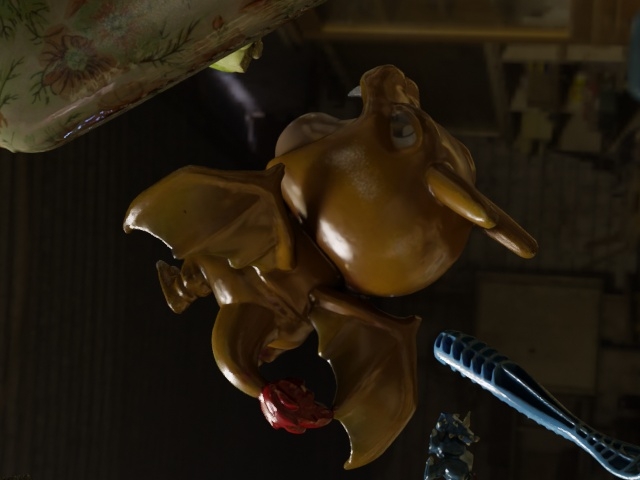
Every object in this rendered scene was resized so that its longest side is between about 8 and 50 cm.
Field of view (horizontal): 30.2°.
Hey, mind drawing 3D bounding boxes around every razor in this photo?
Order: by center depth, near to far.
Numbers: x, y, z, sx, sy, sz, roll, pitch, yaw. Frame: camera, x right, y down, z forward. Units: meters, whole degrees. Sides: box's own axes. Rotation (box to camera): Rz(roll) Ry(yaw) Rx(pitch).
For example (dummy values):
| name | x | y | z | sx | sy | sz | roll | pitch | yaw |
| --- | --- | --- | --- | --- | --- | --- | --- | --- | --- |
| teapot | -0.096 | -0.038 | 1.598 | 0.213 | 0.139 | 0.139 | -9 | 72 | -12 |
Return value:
| name | x | y | z | sx | sy | sz | roll | pitch | yaw |
| --- | --- | --- | --- | --- | --- | --- | --- | --- | --- |
| razor | 0.194 | 0.142 | 0.991 | 0.082 | 0.253 | 0.042 | -37 | -43 | -28 |

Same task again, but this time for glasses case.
| name | x | y | z | sx | sy | sz | roll | pitch | yaw |
| --- | --- | --- | --- | --- | --- | --- | --- | --- | --- |
| glasses case | -0.109 | -0.217 | 0.935 | 0.156 | 0.425 | 0.098 | 62 | -174 | 4 |

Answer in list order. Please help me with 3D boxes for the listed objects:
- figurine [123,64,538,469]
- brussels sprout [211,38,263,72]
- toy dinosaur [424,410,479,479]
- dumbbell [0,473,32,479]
| name | x | y | z | sx | sy | sz | roll | pitch | yaw |
| --- | --- | --- | --- | --- | --- | --- | --- | --- | --- |
| figurine | 0.023 | 0.025 | 1.374 | 0.401 | 0.387 | 0.268 | 52 | -168 | -4 |
| brussels sprout | -0.122 | -0.293 | 1.475 | 0.149 | 0.122 | 0.151 | 107 | 173 | -63 |
| toy dinosaur | 0.120 | 0.195 | 1.066 | 0.030 | 0.047 | 0.083 | 90 | -171 | -70 |
| dumbbell | -0.474 | 0.311 | 1.466 | 0.081 | 0.254 | 0.081 | -8 | -90 | -77 |
